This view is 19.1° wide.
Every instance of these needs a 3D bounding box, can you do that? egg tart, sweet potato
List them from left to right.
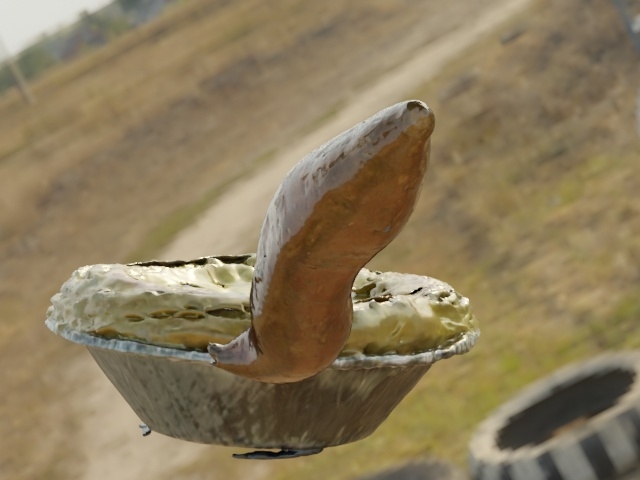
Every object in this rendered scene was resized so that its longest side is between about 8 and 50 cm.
[{"bbox_3d":[-0.031,0.060,1.019,0.234,0.094,0.234,2,3,0],"label":"egg tart"},{"bbox_3d":[0.002,0.001,0.805,0.202,0.055,0.058,117,170,-48],"label":"sweet potato"}]
